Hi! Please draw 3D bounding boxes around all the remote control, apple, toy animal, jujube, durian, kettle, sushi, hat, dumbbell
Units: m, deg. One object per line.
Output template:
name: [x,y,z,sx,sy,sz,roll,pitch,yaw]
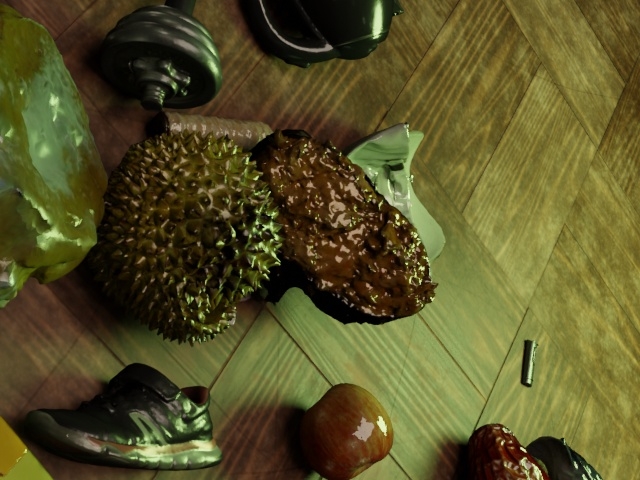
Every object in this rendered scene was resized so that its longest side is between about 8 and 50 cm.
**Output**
remote control: [0.404,0.235,2.263,0.034,0.016,0.091,34,56,-40]
apple: [0.037,0.287,1.777,0.146,0.146,0.131,-19,72,-47]
toy animal: [0.470,0.503,2.183,0.185,0.122,0.298,-8,77,-36]
jujube: [0.322,0.435,2.034,0.168,0.168,0.236,8,58,-45]
durian: [-0.175,0.003,1.557,0.258,0.293,0.258,15,32,-10]
kettle: [-0.003,-0.429,1.928,0.268,0.207,0.290,-19,103,-18]
sushi: [0.000,0.000,1.741,0.348,0.207,0.234,42,83,-15]
hat: [0.103,-0.071,1.969,0.301,0.168,0.258,-40,122,-71]
dumbbell: [-0.195,-0.362,1.696,0.179,0.179,0.406,32,57,-36]

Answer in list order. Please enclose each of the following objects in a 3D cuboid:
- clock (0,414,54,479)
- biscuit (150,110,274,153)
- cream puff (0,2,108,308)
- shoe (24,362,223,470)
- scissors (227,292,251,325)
clock: [-0.404,0.255,1.326,0.202,0.143,0.096,56,43,-18]
biscuit: [-0.160,-0.157,1.761,0.219,0.055,0.061,-1,85,-45]
cream puff: [-0.426,-0.088,1.340,0.378,0.275,0.378,-14,90,-77]
shoe: [-0.241,0.226,1.523,0.291,0.114,0.137,14,74,-46]
scissors: [-0.180,0.033,1.711,0.212,0.021,0.110,49,52,-25]
